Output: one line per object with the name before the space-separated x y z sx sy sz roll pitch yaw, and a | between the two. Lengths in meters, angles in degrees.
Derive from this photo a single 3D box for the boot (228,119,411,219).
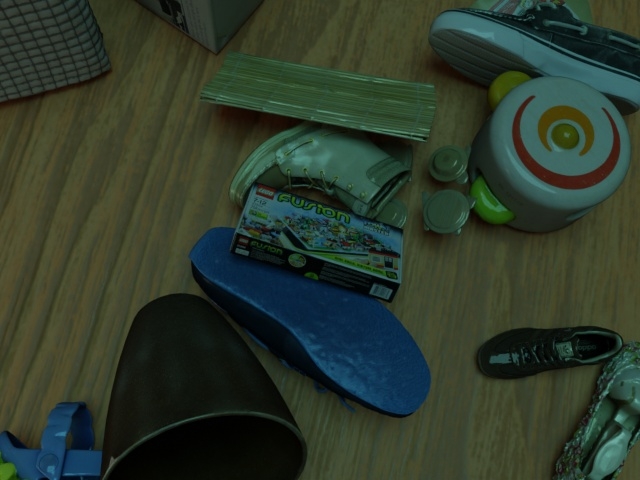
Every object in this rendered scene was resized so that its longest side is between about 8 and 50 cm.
boot | -0.001 -0.079 0.935 0.213 0.077 0.165 -38 69 -17

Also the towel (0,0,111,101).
towel | -0.443 -0.282 0.894 0.284 0.235 0.121 -19 73 -10

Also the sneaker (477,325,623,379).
sneaker | 0.303 0.140 0.910 0.188 0.071 0.066 -9 75 -7

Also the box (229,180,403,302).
box | 0.000 0.000 0.863 0.207 0.036 0.114 17 38 -5

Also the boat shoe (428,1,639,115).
boat shoe | 0.317 -0.279 0.996 0.335 0.121 0.119 16 81 -13

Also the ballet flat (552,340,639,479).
ballet flat | 0.385 0.235 0.887 0.091 0.077 0.241 31 74 6

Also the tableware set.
tableware set | 0.135 -0.074 0.955 0.169 0.020 0.141 3 72 25

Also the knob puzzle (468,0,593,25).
knob puzzle | 0.330 -0.317 1.058 0.213 0.030 0.213 0 88 -3

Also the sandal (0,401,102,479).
sandal | -0.255 0.300 0.795 0.317 0.126 0.138 36 68 12

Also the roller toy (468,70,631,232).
roller toy | 0.311 -0.120 0.944 0.191 0.146 0.209 10 74 -2

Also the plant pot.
plant pot | -0.150 0.177 0.795 0.215 0.215 0.230 -17 42 -8

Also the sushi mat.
sushi mat | 0.002 -0.203 0.957 0.316 0.019 0.151 11 38 6

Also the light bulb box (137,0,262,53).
light bulb box | -0.194 -0.536 0.985 0.361 0.225 0.358 34 75 5

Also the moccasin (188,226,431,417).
moccasin | -0.012 0.101 0.881 0.342 0.117 0.138 38 63 12
